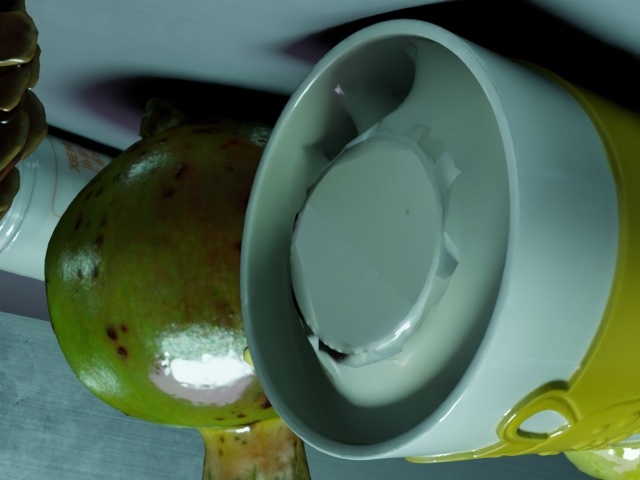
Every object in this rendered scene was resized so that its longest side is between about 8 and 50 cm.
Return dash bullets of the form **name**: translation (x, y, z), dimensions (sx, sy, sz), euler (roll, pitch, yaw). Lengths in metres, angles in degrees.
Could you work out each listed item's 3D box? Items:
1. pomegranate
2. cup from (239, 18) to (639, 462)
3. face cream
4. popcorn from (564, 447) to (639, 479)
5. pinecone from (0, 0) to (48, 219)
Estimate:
- **pomegranate**: translation (-0.064, 0.047, 0.828), dimensions (0.198, 0.246, 0.198), euler (14, 167, 3)
- **cup**: translation (0.079, 0.023, 0.687), dimensions (0.226, 0.185, 0.241), euler (9, 151, -36)
- **face cream**: translation (-0.203, -0.027, 0.998), dimensions (0.252, 0.101, 0.101), euler (20, 167, -40)
- **popcorn**: translation (0.240, 0.100, 0.857), dimensions (0.266, 0.233, 0.192), euler (16, -179, -25)
- **pinecone**: translation (-0.186, -0.068, 0.587), dimensions (0.173, 0.173, 0.173), euler (10, 171, 2)
